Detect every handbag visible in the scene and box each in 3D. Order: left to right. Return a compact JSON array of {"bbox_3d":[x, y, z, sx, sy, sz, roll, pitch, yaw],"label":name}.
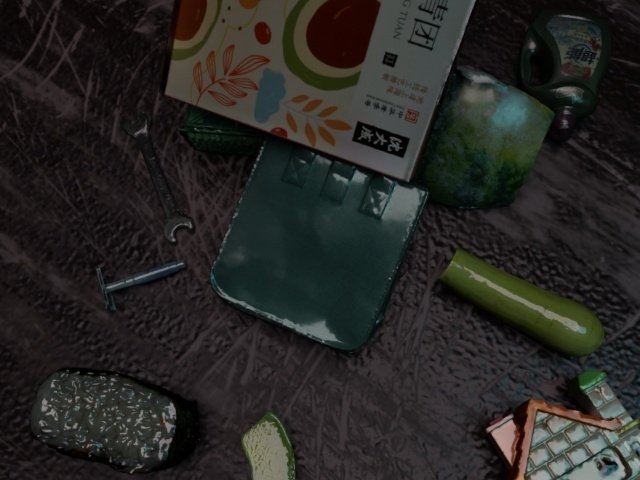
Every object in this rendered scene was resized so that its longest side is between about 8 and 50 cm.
[{"bbox_3d":[0.000,0.002,0.990,0.268,0.100,0.274,19,92,12],"label":"handbag"}]

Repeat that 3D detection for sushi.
[{"bbox_3d":[-0.282,0.251,0.931,0.224,0.127,0.124,9,73,13],"label":"sushi"}]

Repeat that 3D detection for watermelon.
[{"bbox_3d":[0.195,-0.184,1.056,0.305,0.224,0.180,26,31,12],"label":"watermelon"}]

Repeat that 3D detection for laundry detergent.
[{"bbox_3d":[0.398,-0.270,1.104,0.144,0.078,0.222,14,75,8],"label":"laundry detergent"}]

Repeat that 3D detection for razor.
[{"bbox_3d":[-0.278,0.058,1.044,0.135,0.040,0.068,-18,73,-11],"label":"razor"}]

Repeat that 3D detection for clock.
[{"bbox_3d":[0.353,0.332,0.903,0.219,0.106,0.255,-27,69,-8],"label":"clock"}]

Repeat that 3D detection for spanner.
[{"bbox_3d":[-0.271,-0.110,1.104,0.054,0.015,0.255,-24,73,-3],"label":"spanner"}]

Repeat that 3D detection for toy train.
[{"bbox_3d":[-0.096,-0.217,1.086,0.269,0.115,0.155,5,81,3],"label":"toy train"}]

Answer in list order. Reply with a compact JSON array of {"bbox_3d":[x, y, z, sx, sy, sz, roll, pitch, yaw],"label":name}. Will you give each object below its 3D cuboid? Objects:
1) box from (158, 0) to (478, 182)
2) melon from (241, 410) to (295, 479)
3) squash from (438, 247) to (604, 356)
[{"bbox_3d":[0.004,-0.311,0.896,0.385,0.122,0.345,21,115,8],"label":"box"},{"bbox_3d":[-0.101,0.354,0.928,0.118,0.064,0.209,41,80,12],"label":"melon"},{"bbox_3d":[0.298,0.093,0.984,0.250,0.083,0.083,28,75,10],"label":"squash"}]
